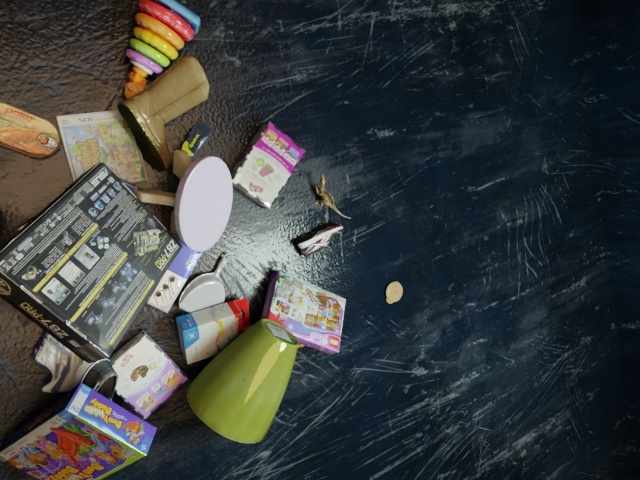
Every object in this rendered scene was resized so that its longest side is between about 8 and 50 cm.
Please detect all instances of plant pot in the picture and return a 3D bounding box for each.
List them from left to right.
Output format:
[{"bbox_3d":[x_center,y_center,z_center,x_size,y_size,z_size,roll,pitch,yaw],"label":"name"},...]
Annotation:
[{"bbox_3d":[-0.202,0.390,1.394,0.275,0.275,0.293,30,95,-26],"label":"plant pot"}]

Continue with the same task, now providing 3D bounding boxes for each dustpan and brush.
[{"bbox_3d":[-0.340,0.136,1.469,0.147,0.060,0.211,37,85,-40],"label":"dustpan and brush"}]

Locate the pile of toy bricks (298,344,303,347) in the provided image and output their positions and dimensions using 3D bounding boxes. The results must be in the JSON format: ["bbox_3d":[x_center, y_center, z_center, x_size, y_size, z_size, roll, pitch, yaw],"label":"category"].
[{"bbox_3d":[-0.135,0.370,1.564,0.212,0.105,0.118,-28,106,-24],"label":"pile of toy bricks"}]

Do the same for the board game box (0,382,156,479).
[{"bbox_3d":[-0.631,0.521,1.205,0.347,0.078,0.233,-34,116,24],"label":"board game box"}]

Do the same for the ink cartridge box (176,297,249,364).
[{"bbox_3d":[-0.318,0.277,1.453,0.231,0.078,0.134,-15,123,-26],"label":"ink cartridge box"}]

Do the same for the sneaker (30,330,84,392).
[{"bbox_3d":[-0.707,0.270,1.249,0.131,0.112,0.296,-10,98,-27],"label":"sneaker"}]

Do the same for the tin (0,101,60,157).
[{"bbox_3d":[-0.781,-0.285,1.212,0.190,0.040,0.106,22,87,-28],"label":"tin"}]

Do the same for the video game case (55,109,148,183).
[{"bbox_3d":[-0.609,-0.254,1.312,0.194,0.023,0.212,-15,101,-26],"label":"video game case"}]

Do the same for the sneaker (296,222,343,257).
[{"bbox_3d":[0.000,0.000,1.640,0.178,0.072,0.077,-24,117,-16],"label":"sneaker"}]

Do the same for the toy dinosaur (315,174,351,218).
[{"bbox_3d":[0.026,-0.138,1.619,0.053,0.093,0.183,-39,110,-20],"label":"toy dinosaur"}]

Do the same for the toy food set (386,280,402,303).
[{"bbox_3d":[0.289,0.202,1.825,0.083,0.020,0.083,-17,101,-26],"label":"toy food set"}]

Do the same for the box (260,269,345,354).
[{"bbox_3d":[-0.053,0.246,1.584,0.293,0.057,0.200,27,55,-27],"label":"box"}]

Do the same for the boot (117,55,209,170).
[{"bbox_3d":[-0.420,-0.367,1.358,0.269,0.089,0.236,-49,141,-33],"label":"boot"}]

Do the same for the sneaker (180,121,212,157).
[{"bbox_3d":[-0.383,-0.302,1.416,0.053,0.059,0.144,36,57,-14],"label":"sneaker"}]

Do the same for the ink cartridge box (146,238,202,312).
[{"bbox_3d":[-0.455,0.104,1.407,0.097,0.046,0.207,34,78,-27],"label":"ink cartridge box"}]

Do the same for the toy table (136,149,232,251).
[{"bbox_3d":[-0.368,-0.122,1.331,0.252,0.161,0.274,4,107,-53],"label":"toy table"}]

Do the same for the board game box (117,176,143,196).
[{"bbox_3d":[-0.569,-0.127,1.327,0.090,0.020,0.090,27,95,-36],"label":"board game box"}]

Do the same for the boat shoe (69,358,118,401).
[{"bbox_3d":[-0.612,0.443,1.252,0.108,0.102,0.301,-12,134,-61],"label":"boat shoe"}]

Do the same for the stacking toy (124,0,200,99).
[{"bbox_3d":[-0.476,-0.530,1.310,0.166,0.175,0.301,27,95,-21],"label":"stacking toy"}]

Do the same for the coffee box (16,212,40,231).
[{"bbox_3d":[-0.640,0.038,1.262,0.168,0.119,0.297,-38,110,-21],"label":"coffee box"}]

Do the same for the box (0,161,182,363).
[{"bbox_3d":[-0.546,0.041,1.132,0.318,0.097,0.394,51,35,-27],"label":"box"}]

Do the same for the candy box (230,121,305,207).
[{"bbox_3d":[-0.178,-0.242,1.515,0.159,0.071,0.233,37,76,-26],"label":"candy box"}]

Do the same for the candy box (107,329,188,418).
[{"bbox_3d":[-0.523,0.394,1.378,0.165,0.070,0.196,-42,112,-19],"label":"candy box"}]
